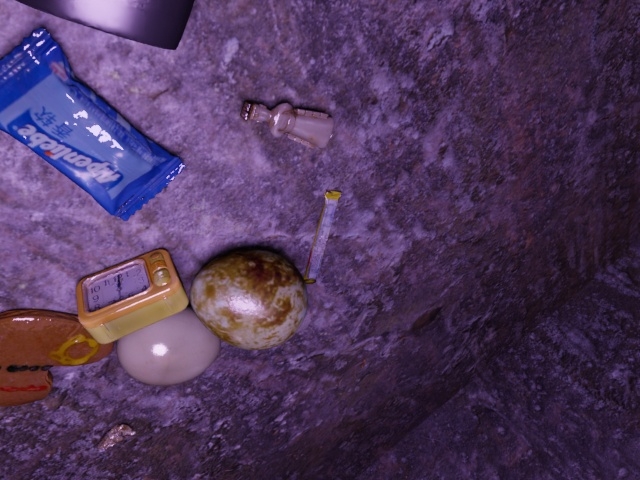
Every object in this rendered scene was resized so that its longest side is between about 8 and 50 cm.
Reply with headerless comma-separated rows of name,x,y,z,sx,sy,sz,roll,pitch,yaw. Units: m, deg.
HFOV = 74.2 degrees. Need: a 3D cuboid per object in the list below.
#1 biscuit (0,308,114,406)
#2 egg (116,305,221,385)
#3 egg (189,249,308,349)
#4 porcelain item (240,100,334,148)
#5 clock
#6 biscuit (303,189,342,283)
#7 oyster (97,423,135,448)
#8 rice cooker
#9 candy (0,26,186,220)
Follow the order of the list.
biscuit,-0.632,0.275,0.942,0.262,0.052,0.277,29,103,-41
egg,-0.349,0.243,1.000,0.253,0.188,0.189,15,113,-47
egg,-0.167,0.136,1.003,0.289,0.238,0.238,20,110,-32
porcelain item,-0.073,-0.255,0.906,0.213,0.054,0.084,6,116,-35
clock,-0.402,0.115,0.907,0.202,0.143,0.096,-24,138,-15
biscuit,0.000,0.000,1.153,0.048,0.026,0.292,1,121,-27
oyster,-0.565,0.538,1.163,0.083,0.080,0.038,-33,117,-54
rice cooker,-0.280,-0.395,0.549,0.267,0.267,0.225,4,118,-34
candy,-0.407,-0.178,0.745,0.187,0.077,0.331,-37,133,6
